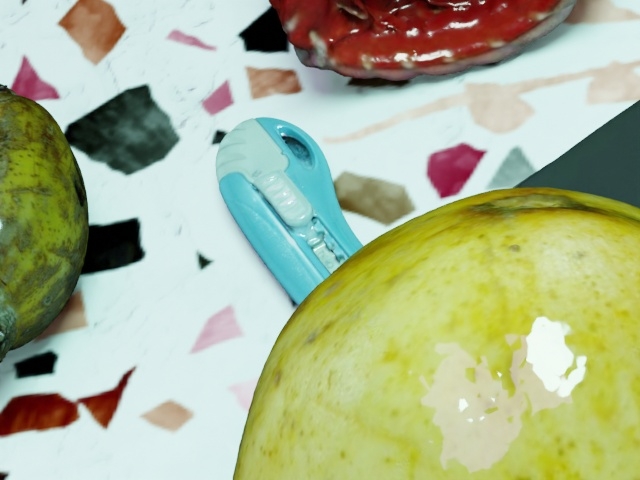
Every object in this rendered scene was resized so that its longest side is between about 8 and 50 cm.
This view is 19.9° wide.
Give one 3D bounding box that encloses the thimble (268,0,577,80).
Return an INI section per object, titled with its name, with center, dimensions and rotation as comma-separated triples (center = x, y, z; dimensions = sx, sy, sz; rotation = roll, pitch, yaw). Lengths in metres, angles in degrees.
[thimble]
center = 0.058, -0.185, 1.028
dimensions = 0.190, 0.163, 0.125
rotation = -16, 49, 10

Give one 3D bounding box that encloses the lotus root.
[lotus root]
center = -0.188, -0.005, 1.016
dimensions = 0.120, 0.120, 0.209
rotation = -16, 48, 10

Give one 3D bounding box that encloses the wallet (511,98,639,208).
[wallet]
center = 0.208, -0.037, 0.928
dimensions = 0.285, 0.030, 0.146
rotation = -36, 46, -9

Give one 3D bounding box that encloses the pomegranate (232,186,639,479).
[pomegranate]
center = 0.077, 0.106, 0.715
dimensions = 0.260, 0.260, 0.260
rotation = -12, 48, 14

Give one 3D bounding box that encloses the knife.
[knife]
center = 0.000, 0.000, 0.984
dimensions = 0.064, 0.031, 0.222
rotation = -29, 47, -8
